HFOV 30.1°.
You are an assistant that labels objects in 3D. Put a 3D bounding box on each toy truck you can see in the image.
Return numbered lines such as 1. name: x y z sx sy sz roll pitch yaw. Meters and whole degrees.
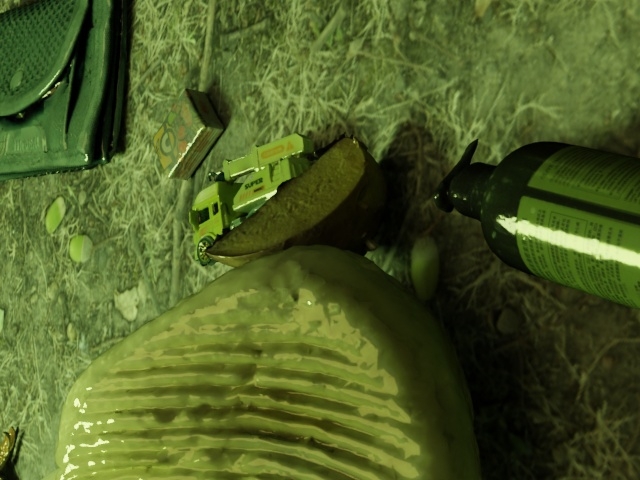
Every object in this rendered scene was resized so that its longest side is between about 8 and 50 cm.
1. toy truck: -0.056 -0.038 1.144 0.169 0.077 0.100 -24 70 46

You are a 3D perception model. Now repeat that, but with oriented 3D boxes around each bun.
1. bun: -0.026 0.181 0.957 0.348 0.227 0.353 6 84 24

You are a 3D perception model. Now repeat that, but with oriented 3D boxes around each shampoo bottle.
1. shampoo bottle: 0.190 -0.015 0.841 0.284 0.101 0.101 19 99 48

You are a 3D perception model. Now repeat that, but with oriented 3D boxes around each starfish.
1. starfish: -0.433 0.317 1.556 0.130 0.041 0.133 -23 68 47

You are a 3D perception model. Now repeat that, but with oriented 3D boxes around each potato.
1. potato: 0.000 0.000 1.030 0.172 0.101 0.089 -39 45 -18

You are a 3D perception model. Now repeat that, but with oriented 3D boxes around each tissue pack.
1. tissue pack: -0.146 -0.115 1.289 0.083 0.035 0.063 -52 50 31

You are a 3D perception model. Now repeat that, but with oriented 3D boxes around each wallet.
1. wallet: -0.365 -0.200 1.527 0.342 0.075 0.237 -2 81 49

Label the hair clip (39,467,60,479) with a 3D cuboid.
1. hair clip: -0.259 0.334 1.300 0.282 0.113 0.173 -50 51 34
